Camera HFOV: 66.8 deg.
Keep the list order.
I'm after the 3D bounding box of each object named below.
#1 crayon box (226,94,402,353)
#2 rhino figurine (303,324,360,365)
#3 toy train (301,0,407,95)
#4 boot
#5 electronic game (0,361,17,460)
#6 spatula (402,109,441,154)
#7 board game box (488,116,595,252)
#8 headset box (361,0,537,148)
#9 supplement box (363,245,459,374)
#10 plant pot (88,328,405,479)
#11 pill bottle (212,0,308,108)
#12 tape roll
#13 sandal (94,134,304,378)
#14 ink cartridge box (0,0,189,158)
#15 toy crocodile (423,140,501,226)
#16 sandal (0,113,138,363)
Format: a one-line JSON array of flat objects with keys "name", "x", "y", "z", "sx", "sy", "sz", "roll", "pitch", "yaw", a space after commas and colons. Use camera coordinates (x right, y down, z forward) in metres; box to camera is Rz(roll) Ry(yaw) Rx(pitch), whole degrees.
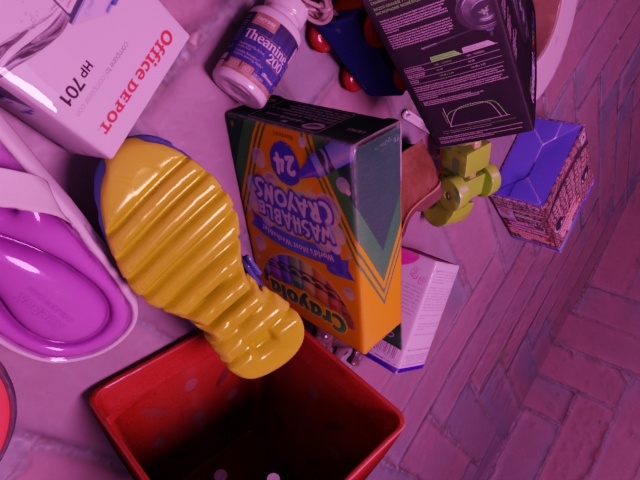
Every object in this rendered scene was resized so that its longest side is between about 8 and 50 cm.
[{"name": "crayon box", "x": 0.000, "y": 0.000, "z": 0.611, "sx": 0.083, "sy": 0.203, "sz": 0.323, "roll": -33, "pitch": 130, "yaw": -34}, {"name": "rhino figurine", "x": 0.024, "y": 0.155, "z": 0.793, "sx": 0.243, "sy": 0.073, "sz": 0.106, "roll": 12, "pitch": 100, "yaw": -66}, {"name": "toy train", "x": 0.049, "y": -0.305, "z": 0.607, "sx": 0.248, "sy": 0.105, "sz": 0.143, "roll": 35, "pitch": 71, "yaw": -51}, {"name": "boot", "x": 0.094, "y": -0.067, "z": 0.780, "sx": 0.305, "sy": 0.112, "sz": 0.115, "roll": -42, "pitch": 125, "yaw": -39}, {"name": "electronic game", "x": -0.375, "y": 0.172, "z": 0.391, "sx": 0.229, "sy": 0.048, "sz": 0.229, "roll": -24, "pitch": 125, "yaw": -40}, {"name": "spatula", "x": 0.254, "y": -0.233, "z": 0.882, "sx": 0.168, "sy": 0.019, "sz": 0.242, "roll": -44, "pitch": 148, "yaw": 26}, {"name": "board game box", "x": 0.583, "y": -0.139, "z": 1.263, "sx": 0.291, "sy": 0.141, "sz": 0.232, "roll": 34, "pitch": 82, "yaw": -51}, {"name": "headset box", "x": 0.168, "y": -0.303, "z": 0.591, "sx": 0.283, "sy": 0.131, "sz": 0.246, "roll": 45, "pitch": 49, "yaw": -45}, {"name": "supplement box", "x": 0.165, "y": 0.128, "z": 0.940, "sx": 0.114, "sy": 0.111, "sz": 0.220, "roll": 9, "pitch": 102, "yaw": -51}, {"name": "plant pot", "x": -0.095, "y": 0.284, "z": 0.624, "sx": 0.267, "sy": 0.267, "sz": 0.236, "roll": -26, "pitch": 139, "yaw": -39}, {"name": "pill bottle", "x": -0.063, "y": -0.214, "z": 0.540, "sx": 0.067, "sy": 0.067, "sz": 0.120, "roll": 37, "pitch": 79, "yaw": -51}, {"name": "tape roll", "x": 0.399, "y": -0.452, "z": 0.950, "sx": 0.392, "sy": 0.072, "sz": 0.392, "roll": -25, "pitch": 126, "yaw": -40}, {"name": "sandal", "x": -0.135, "y": 0.023, "z": 0.530, "sx": 0.126, "sy": 0.138, "sz": 0.317, "roll": -34, "pitch": 131, "yaw": -14}, {"name": "ink cartridge box", "x": -0.215, "y": -0.173, "z": 0.366, "sx": 0.190, "sy": 0.082, "sz": 0.140, "roll": 43, "pitch": 66, "yaw": -49}, {"name": "toy crocodile", "x": 0.259, "y": -0.163, "z": 0.865, "sx": 0.115, "sy": 0.105, "sz": 0.341, "roll": -24, "pitch": 136, "yaw": -26}, {"name": "sandal", "x": -0.270, "y": -0.012, "z": 0.343, "sx": 0.169, "sy": 0.102, "sz": 0.416, "roll": -39, "pitch": 138, "yaw": -2}]
